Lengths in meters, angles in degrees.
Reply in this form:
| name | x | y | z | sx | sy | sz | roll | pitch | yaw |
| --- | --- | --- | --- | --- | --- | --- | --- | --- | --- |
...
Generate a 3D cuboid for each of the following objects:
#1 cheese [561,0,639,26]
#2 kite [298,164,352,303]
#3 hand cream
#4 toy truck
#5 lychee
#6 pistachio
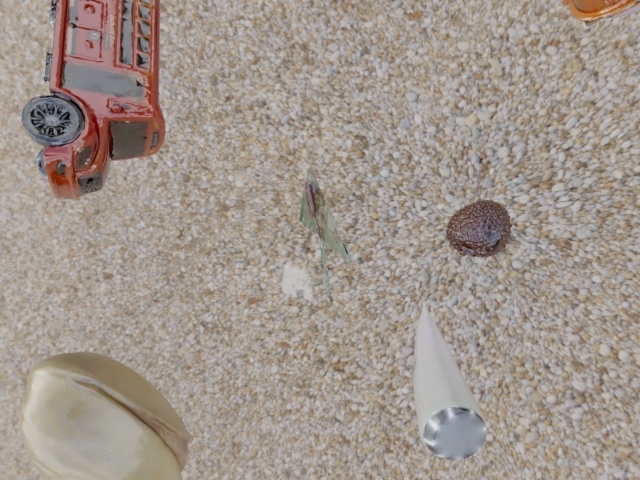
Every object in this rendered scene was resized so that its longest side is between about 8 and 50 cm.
| name | x | y | z | sx | sy | sz | roll | pitch | yaw |
| --- | --- | --- | --- | --- | --- | --- | --- | --- | --- |
| cheese | 0.565 | -0.478 | 0.732 | 0.129 | 0.329 | 0.216 | 29 | 89 | -25 |
| kite | 0.001 | 0.000 | 0.694 | 0.012 | 0.229 | 0.250 | -17 | 116 | -15 |
| hand cream | 0.242 | 0.292 | 0.920 | 0.118 | 0.358 | 0.185 | -1 | 107 | 2 |
| toy truck | -0.215 | -0.167 | 0.429 | 0.107 | 0.114 | 0.252 | 149 | 119 | -60 |
| lychee | 0.326 | -0.022 | 0.885 | 0.129 | 0.123 | 0.123 | -33 | 80 | -17 |
| pistachio | -0.300 | 0.268 | 0.619 | 0.182 | 0.162 | 0.293 | -15 | 122 | 21 |
